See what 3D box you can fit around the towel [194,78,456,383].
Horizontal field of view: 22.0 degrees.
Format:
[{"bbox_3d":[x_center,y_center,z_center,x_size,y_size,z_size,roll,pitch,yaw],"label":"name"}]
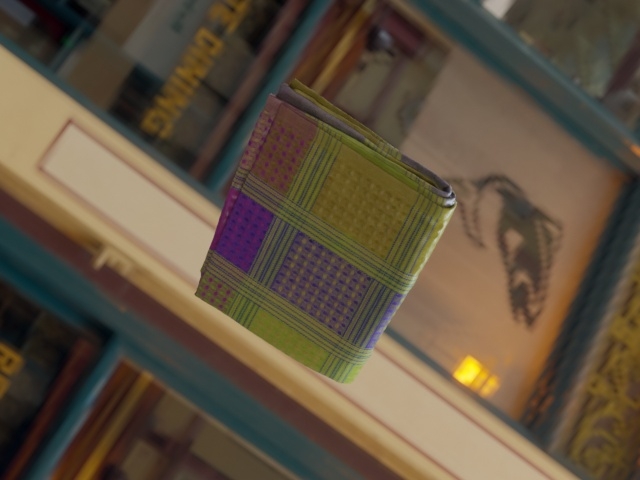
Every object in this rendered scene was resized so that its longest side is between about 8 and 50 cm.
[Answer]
[{"bbox_3d":[0.000,0.000,0.468,0.009,0.060,0.083,-48,167,-50],"label":"towel"}]
